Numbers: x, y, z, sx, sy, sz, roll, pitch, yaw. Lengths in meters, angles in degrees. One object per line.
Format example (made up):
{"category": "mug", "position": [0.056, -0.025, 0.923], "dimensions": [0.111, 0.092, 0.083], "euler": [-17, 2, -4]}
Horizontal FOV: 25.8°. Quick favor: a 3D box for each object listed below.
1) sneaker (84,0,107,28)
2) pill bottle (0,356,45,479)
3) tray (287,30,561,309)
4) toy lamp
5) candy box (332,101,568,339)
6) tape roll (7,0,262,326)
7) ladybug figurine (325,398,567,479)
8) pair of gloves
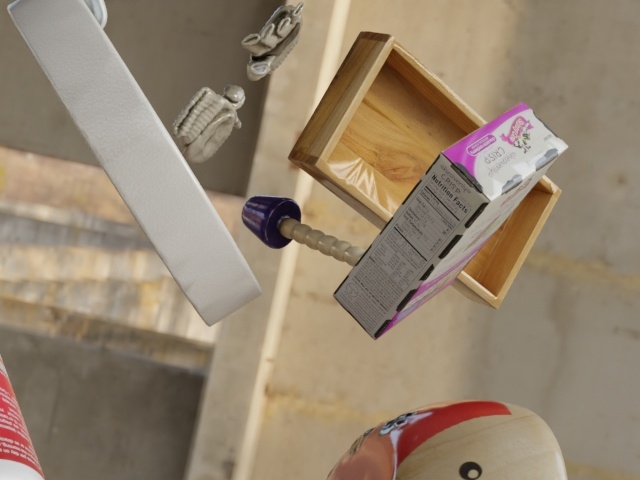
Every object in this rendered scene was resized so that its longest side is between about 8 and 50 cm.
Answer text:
{"category": "sneaker", "position": [-0.442, -0.427, 2.118], "dimensions": [0.295, 0.124, 0.178], "euler": [47, 5, -9]}
{"category": "pill bottle", "position": [-0.492, 0.311, 1.858], "dimensions": [0.229, 0.229, 0.408], "euler": [11, 34, -39]}
{"category": "tray", "position": [0.154, -0.091, 1.944], "dimensions": [0.411, 0.203, 0.076], "euler": [36, -11, -36]}
{"category": "toy lamp", "position": [0.000, 0.000, 1.943], "dimensions": [0.274, 0.080, 0.080], "euler": [24, 8, 36]}
{"category": "candy box", "position": [0.128, -0.019, 1.408], "dimensions": [0.071, 0.233, 0.159], "euler": [46, 42, 11]}
{"category": "tape roll", "position": [-0.189, -0.092, 1.439], "dimensions": [0.072, 0.392, 0.392], "euler": [-32, 5, -3]}
{"category": "ladybug figurine", "position": [0.096, 0.295, 1.415], "dimensions": [0.162, 0.305, 0.449], "euler": [24, -19, -9]}
{"category": "pair of gloves", "position": [-0.099, -0.199, 1.806], "dimensions": [0.042, 0.240, 0.204], "euler": [39, -6, 5]}
